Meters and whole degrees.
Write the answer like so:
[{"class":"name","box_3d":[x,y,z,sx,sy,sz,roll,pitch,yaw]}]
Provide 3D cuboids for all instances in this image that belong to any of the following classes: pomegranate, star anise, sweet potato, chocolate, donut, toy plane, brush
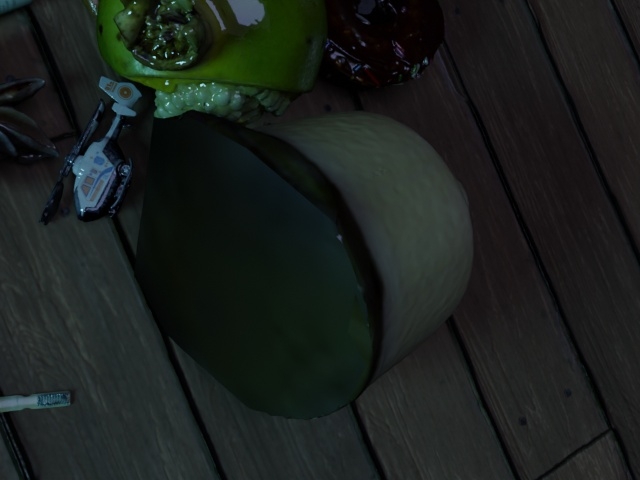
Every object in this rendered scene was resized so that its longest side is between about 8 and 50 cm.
[{"class":"pomegranate","box_3d":[-0.124,-0.238,0.843,0.261,0.340,0.260,1,101,5]},{"class":"star anise","box_3d":[-0.398,-0.125,0.814,0.231,0.089,0.209,-11,76,-32]},{"class":"sweet potato","box_3d":[-0.279,-0.306,0.940,0.034,0.034,0.095,-21,86,-27]},{"class":"chocolate","box_3d":[0.000,0.000,0.869,0.326,0.314,0.297,33,41,19]},{"class":"donut","box_3d":[0.055,-0.309,1.066,0.235,0.089,0.235,6,75,-24]},{"class":"toy plane","box_3d":[-0.252,-0.097,0.898,0.078,0.053,0.197,21,75,-10]},{"class":"brush","box_3d":[-0.312,0.173,0.831,0.084,0.013,0.016,-1,81,-24]}]

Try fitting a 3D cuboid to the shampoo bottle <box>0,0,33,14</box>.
[{"class":"shampoo bottle","box_3d":[-0.417,-0.255,0.852,0.195,0.056,0.056,-34,94,-28]}]
